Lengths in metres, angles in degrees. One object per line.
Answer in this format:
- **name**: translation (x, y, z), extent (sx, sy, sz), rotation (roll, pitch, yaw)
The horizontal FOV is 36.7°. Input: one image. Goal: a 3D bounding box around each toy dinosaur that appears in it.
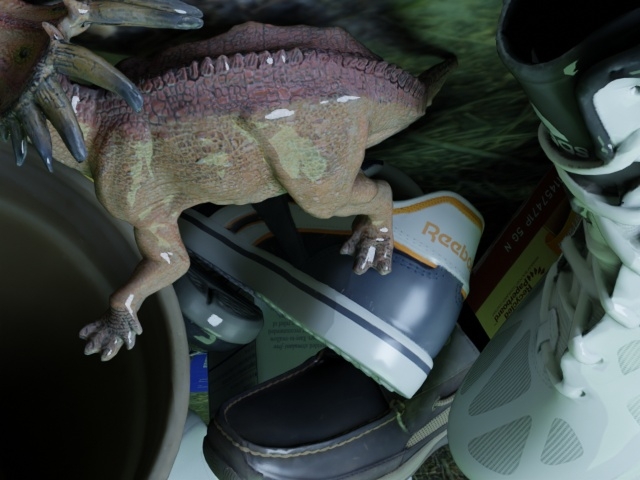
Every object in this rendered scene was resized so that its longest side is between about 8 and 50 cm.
- **toy dinosaur**: translation (-0.046, -0.063, 0.466), extent (0.296, 0.127, 0.200), rotation (-13, 146, -12)

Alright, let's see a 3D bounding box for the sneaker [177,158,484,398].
- **sneaker**: translation (0.000, 0.000, 0.685), extent (0.126, 0.127, 0.321), rotation (37, 173, -32)

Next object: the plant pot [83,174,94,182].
- **plant pot**: translation (-0.169, -0.008, 0.702), extent (0.082, 0.083, 0.081), rotation (3, 164, -29)

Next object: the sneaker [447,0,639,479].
- **sneaker**: translation (0.145, -0.023, 0.475), extent (0.258, 0.169, 0.447), rotation (19, 131, -26)

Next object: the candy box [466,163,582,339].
- **candy box**: translation (0.287, 0.013, 0.763), extent (0.316, 0.087, 0.183), rotation (5, 132, -35)

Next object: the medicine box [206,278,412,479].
- **medicine box**: translation (-0.025, 0.172, 1.034), extent (0.149, 0.289, 0.263), rotation (0, 165, -17)

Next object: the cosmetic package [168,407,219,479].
- **cosmetic package**: translation (-0.313, 0.308, 0.931), extent (0.394, 0.327, 0.329), rotation (19, 137, 36)

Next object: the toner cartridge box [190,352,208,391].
- **toner cartridge box**: translation (-0.020, 0.136, 1.281), extent (0.348, 0.075, 0.165), rotation (-1, 153, -14)

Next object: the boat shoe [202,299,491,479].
- **boat shoe**: translation (0.060, 0.099, 0.769), extent (0.355, 0.130, 0.132), rotation (-13, -150, -42)

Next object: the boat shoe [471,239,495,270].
- **boat shoe**: translation (0.182, 0.039, 0.984), extent (0.109, 0.091, 0.305), rotation (-35, 178, -21)

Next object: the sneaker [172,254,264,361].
- **sneaker**: translation (-0.116, 0.072, 0.691), extent (0.087, 0.130, 0.227), rotation (37, 172, -19)

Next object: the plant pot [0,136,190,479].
- **plant pot**: translation (-0.269, 0.131, 0.588), extent (0.323, 0.323, 0.280), rotation (2, 145, -23)
